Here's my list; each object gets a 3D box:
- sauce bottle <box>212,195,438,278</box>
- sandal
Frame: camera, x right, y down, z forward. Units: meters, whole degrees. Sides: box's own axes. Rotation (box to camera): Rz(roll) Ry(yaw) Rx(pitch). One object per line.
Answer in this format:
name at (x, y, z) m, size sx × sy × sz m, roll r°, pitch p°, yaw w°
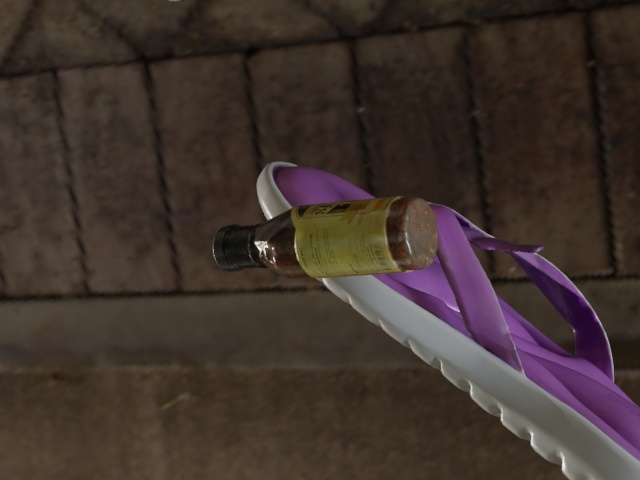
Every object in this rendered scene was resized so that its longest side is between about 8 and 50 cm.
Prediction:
sauce bottle at (0.000, 0.000, 0.963) m, size 0.128 × 0.042 × 0.042 m, roll -4°, pitch 102°, yaw 31°
sandal at (0.136, 0.051, 1.224) m, size 0.416 × 0.169 × 0.102 m, roll 39°, pitch 105°, yaw 21°
